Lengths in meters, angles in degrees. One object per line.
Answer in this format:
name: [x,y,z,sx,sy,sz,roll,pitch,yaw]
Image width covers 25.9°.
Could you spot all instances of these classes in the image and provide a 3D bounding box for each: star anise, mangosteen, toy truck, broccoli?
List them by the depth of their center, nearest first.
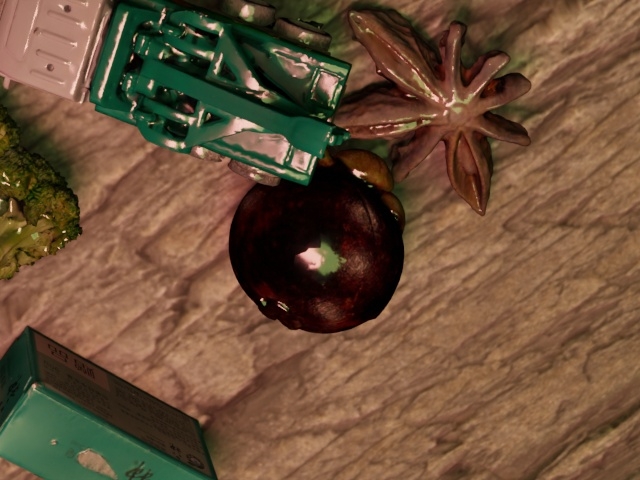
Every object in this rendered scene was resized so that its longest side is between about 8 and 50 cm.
broccoli: [-0.397,-0.006,1.334,0.303,0.283,0.321,27,129,-37]
toy truck: [-0.136,-0.169,1.349,0.363,0.178,0.177,22,104,6]
mangosteen: [0.000,0.000,1.493,0.209,0.210,0.210,-5,112,-14]
star anise: [0.119,-0.153,1.517,0.257,0.111,0.198,24,118,-15]

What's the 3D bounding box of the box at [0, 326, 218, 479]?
box: [-0.242,0.214,1.526,0.245,0.153,0.092,34,99,-23]
